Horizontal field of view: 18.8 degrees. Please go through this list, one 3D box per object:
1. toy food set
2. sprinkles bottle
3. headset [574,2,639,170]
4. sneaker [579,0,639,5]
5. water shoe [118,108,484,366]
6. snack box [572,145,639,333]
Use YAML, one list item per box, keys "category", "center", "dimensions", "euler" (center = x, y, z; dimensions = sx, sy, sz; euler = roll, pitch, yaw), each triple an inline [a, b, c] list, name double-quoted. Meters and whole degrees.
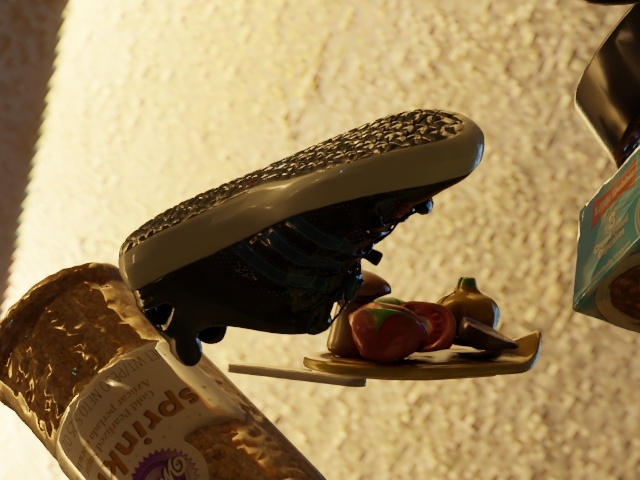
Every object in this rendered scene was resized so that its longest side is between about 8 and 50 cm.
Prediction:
- category: "toy food set"
  center: [0.057, 0.055, 1.326]
  dimensions: [0.218, 0.128, 0.071]
  euler: [-1, -87, -42]
- category: "sprinkles bottle"
  center: [-0.065, 0.158, 1.175]
  dimensions: [0.121, 0.355, 0.121]
  euler: [-28, -40, -26]
- category: "headset"
  center: [0.329, -0.156, 1.104]
  dimensions: [0.394, 0.185, 0.243]
  euler: [-43, -21, 21]
- category: "sneaker"
  center: [0.042, -0.142, 0.430]
  dimensions: [0.226, 0.086, 0.163]
  euler: [15, -73, -9]
- category: "water shoe"
  center: [0.000, 0.000, 0.917]
  dimensions: [0.080, 0.203, 0.073]
  euler: [63, -147, -12]
- category: "snack box"
  center: [0.252, -0.042, 0.733]
  dimensions: [0.187, 0.060, 0.322]
  euler: [19, -36, -13]
